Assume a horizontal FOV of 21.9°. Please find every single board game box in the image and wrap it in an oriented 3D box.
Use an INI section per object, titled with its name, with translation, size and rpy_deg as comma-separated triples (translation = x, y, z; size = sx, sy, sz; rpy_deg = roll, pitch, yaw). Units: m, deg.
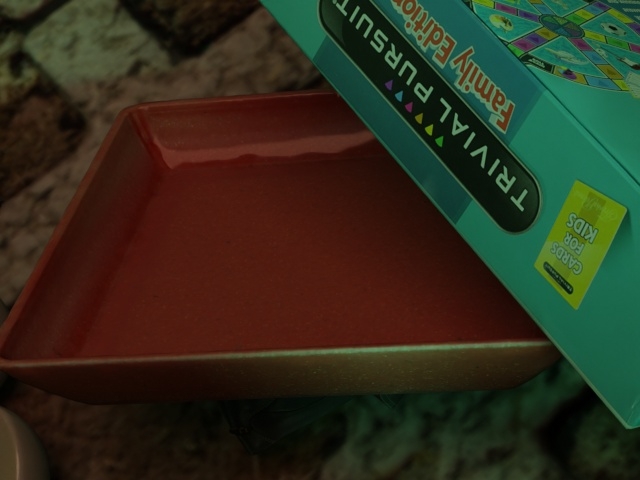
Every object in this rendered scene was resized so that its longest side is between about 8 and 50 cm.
[board game box]
translation = 0.130, -0.076, 0.770
size = 0.336, 0.253, 0.079
rpy_deg = 51, 127, 30

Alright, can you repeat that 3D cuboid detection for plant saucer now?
[plant saucer]
translation = 0.000, 0.000, 0.808
size = 0.259, 0.048, 0.258
rpy_deg = -3, 30, 11

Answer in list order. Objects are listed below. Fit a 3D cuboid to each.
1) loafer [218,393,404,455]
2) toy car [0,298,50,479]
[loafer]
translation = 0.027, 0.055, 0.831
size = 0.170, 0.062, 0.061
rpy_deg = -17, 99, -4
[toy car]
translation = -0.236, 0.096, 0.827
size = 0.136, 0.159, 0.182
rpy_deg = -41, 55, 30
